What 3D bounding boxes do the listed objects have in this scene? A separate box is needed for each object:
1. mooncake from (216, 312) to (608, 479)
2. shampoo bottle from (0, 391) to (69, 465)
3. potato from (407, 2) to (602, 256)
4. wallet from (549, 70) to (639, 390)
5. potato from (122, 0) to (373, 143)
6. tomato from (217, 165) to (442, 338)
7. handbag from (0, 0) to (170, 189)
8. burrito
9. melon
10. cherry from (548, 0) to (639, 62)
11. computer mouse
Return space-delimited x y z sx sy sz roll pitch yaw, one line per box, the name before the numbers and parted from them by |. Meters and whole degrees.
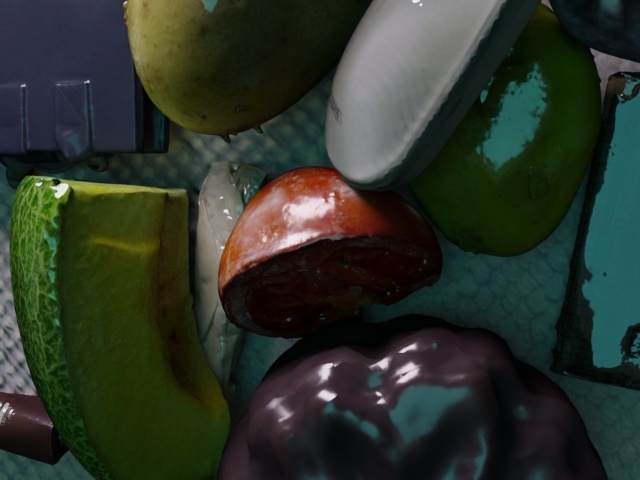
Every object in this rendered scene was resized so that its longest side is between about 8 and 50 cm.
mooncake | 0.095 0.254 0.908 0.381 0.212 0.351 38 99 -2
shampoo bottle | -0.353 0.224 1.118 0.236 0.067 0.068 9 107 14
potato | 0.175 -0.107 0.891 0.186 0.148 0.253 -3 102 -5
wallet | 0.342 -0.001 0.915 0.169 0.044 0.317 11 99 13
potato | -0.061 -0.277 0.888 0.269 0.219 0.359 33 96 -29
tomato | 0.000 0.000 0.941 0.233 0.200 0.140 -24 59 20
handbag | -0.321 -0.189 1.040 0.325 0.118 0.269 3 95 23
burrito | -0.110 0.048 1.035 0.082 0.059 0.275 16 102 45
melon | -0.204 0.104 0.956 0.226 0.331 0.344 0 92 -15
cherry | 0.308 -0.257 0.779 0.255 0.296 0.218 39 120 35
computer mouse | 0.092 -0.188 0.784 0.095 0.197 0.331 15 126 -24
